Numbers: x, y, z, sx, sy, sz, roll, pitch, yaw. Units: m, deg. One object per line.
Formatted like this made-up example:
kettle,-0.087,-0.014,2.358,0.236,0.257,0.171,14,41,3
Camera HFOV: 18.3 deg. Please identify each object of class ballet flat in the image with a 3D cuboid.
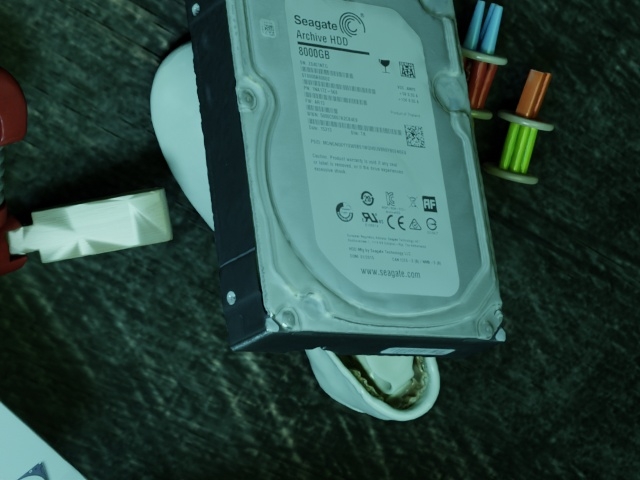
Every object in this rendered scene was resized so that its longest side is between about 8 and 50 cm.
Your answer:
ballet flat,0.000,0.000,1.654,0.139,0.139,0.400,-39,124,-14

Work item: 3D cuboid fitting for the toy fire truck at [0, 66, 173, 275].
toy fire truck,-0.246,-0.043,1.490,0.246,0.158,0.217,-22,126,-46

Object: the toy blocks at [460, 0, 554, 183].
toy blocks,0.160,-0.131,1.752,0.123,0.054,0.148,7,103,-33

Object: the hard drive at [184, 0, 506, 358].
hard drive,0.019,-0.079,1.562,0.236,0.064,0.339,5,68,-36

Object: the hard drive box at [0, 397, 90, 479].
hard drive box,-0.292,0.183,1.445,0.181,0.089,0.232,-48,147,-8
